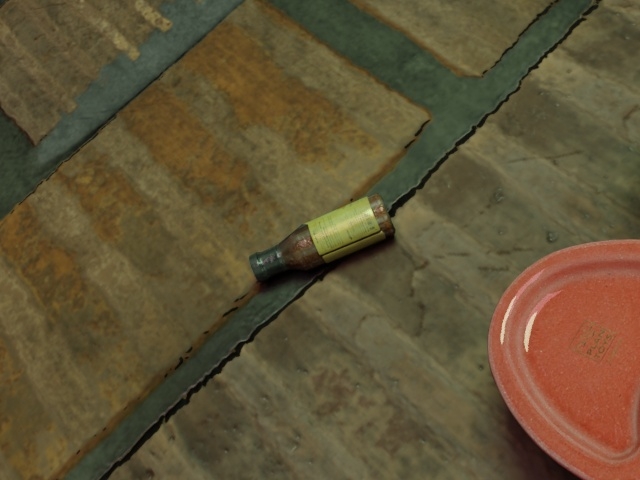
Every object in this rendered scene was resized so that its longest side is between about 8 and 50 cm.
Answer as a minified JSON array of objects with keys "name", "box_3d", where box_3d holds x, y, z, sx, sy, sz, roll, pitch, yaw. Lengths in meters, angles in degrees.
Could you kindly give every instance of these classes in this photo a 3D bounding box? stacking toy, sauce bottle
[{"name":"stacking toy","box_3d":[0.282,0.049,0.411,0.309,0.130,0.279,-50,43,0]},{"name":"sauce bottle","box_3d":[0.000,0.000,0.594,0.128,0.042,0.042,-21,59,5]}]
